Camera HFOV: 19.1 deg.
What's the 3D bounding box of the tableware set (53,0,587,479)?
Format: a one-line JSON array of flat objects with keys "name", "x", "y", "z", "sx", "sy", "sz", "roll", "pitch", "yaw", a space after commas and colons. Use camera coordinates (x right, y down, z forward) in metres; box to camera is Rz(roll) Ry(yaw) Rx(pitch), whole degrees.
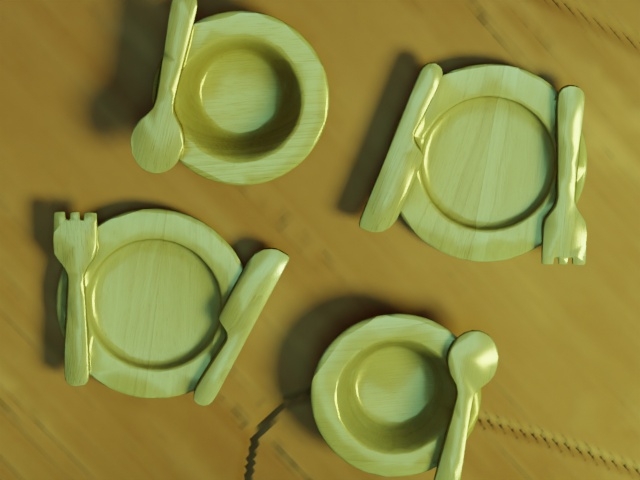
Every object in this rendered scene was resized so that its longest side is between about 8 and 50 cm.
[{"name": "tableware set", "x": 0.000, "y": 0.000, "z": 0.609, "sx": 0.169, "sy": 0.020, "sz": 0.141, "roll": 16, "pitch": 102, "yaw": -5}]
